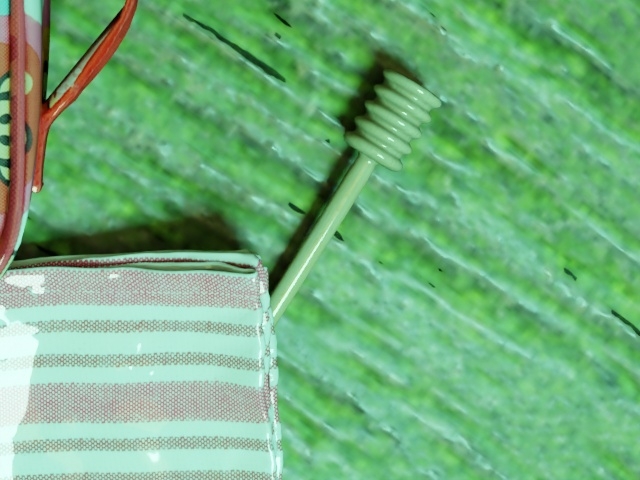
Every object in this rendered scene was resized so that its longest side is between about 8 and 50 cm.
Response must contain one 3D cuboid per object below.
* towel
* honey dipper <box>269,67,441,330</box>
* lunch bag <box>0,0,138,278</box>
[{"bbox_3d":[-0.087,0.103,0.601,0.144,0.029,0.197,-3,98,0],"label":"towel"},{"bbox_3d":[0.000,0.000,0.617,0.030,0.030,0.160,30,94,-13],"label":"honey dipper"},{"bbox_3d":[-0.195,-0.115,0.509,0.258,0.120,0.293,2,94,-10],"label":"lunch bag"}]
